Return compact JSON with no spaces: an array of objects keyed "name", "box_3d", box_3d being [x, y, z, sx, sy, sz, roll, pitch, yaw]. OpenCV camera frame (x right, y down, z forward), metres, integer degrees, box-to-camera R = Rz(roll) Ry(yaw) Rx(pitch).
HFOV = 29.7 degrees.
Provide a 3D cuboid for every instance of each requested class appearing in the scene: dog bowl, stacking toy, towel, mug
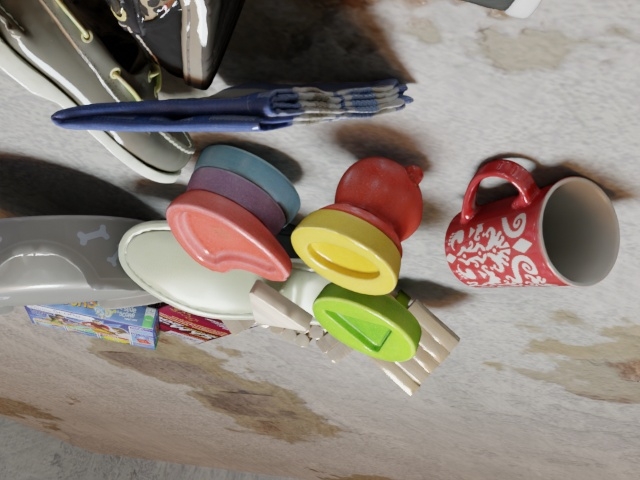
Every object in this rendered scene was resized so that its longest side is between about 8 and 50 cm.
[{"name":"dog bowl","box_3d":[-0.370,0.038,1.630,0.348,0.102,0.349,-4,172,-1]},{"name":"stacking toy","box_3d":[0.000,0.000,1.385,0.309,0.130,0.279,13,152,32]},{"name":"towel","box_3d":[-0.066,-0.119,1.053,0.209,0.034,0.285,2,-171,27]},{"name":"mug","box_3d":[0.215,-0.018,1.294,0.113,0.150,0.169,-19,-176,-32]}]

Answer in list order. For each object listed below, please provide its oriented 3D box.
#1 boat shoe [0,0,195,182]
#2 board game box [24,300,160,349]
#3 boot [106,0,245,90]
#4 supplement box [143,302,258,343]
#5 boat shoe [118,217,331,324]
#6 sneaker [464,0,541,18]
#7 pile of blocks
[{"name":"boat shoe","box_3d":[-0.202,-0.153,1.132,0.305,0.091,0.109,40,-170,-51]},{"name":"board game box","box_3d":[-0.349,0.117,1.857,0.201,0.035,0.136,13,161,-2]},{"name":"boot","box_3d":[-0.194,-0.241,0.840,0.284,0.138,0.377,16,169,5]},{"name":"supplement box","box_3d":[-0.187,0.095,1.862,0.130,0.073,0.239,21,160,-23]},{"name":"boat shoe","box_3d":[-0.086,0.025,1.557,0.340,0.127,0.113,7,-155,-6]},{"name":"sneaker","box_3d":[0.085,-0.227,0.742,0.146,0.105,0.296,7,165,0]},{"name":"pile of blocks","box_3d":[0.019,0.092,1.702,0.362,0.149,0.112,18,-167,6]}]
